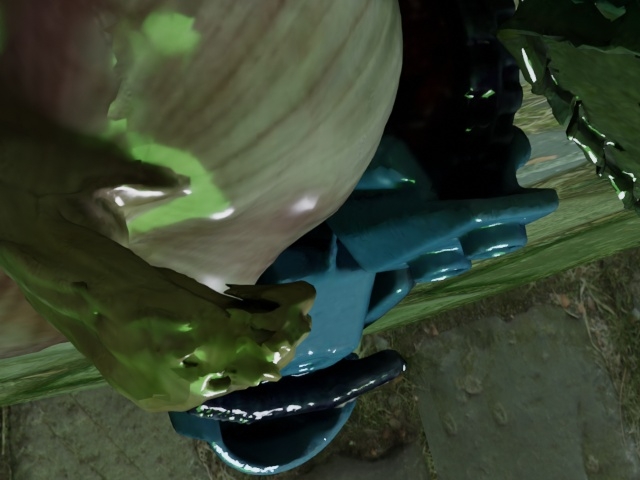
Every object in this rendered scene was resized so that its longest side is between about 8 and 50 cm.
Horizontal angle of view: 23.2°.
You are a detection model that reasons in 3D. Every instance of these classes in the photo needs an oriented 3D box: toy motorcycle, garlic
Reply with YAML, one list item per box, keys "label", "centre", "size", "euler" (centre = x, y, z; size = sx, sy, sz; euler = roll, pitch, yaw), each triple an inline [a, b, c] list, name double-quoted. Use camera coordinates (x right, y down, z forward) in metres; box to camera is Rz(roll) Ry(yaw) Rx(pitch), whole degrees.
- label: "toy motorcycle"
  centre: [0.000, 0.000, 0.864]
  size: [0.172, 0.232, 0.416]
  euler: [-8, 169, -31]
- label: "garlic"
  centre: [-0.068, -0.037, 0.400]
  size: [0.245, 0.253, 0.245]
  euler: [-17, 135, -18]

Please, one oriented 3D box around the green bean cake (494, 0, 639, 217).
- label: "green bean cake"
  centre: [0.230, -0.071, 0.660]
  size: [0.255, 0.132, 0.241]
  euler: [14, 162, 36]
